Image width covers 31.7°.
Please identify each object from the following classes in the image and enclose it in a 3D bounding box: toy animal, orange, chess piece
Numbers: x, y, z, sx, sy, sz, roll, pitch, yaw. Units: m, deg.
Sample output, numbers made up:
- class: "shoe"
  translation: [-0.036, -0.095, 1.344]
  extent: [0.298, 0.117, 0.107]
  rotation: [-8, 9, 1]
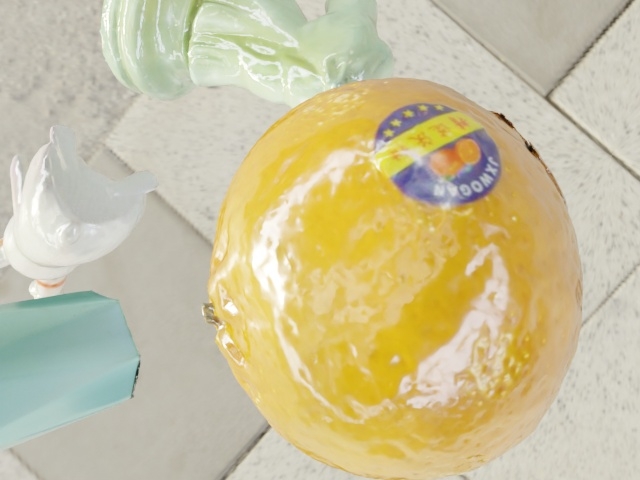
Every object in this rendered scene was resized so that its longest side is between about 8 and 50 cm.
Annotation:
- class: "toy animal"
  translation: [-0.301, -0.021, 1.284]
  extent: [0.141, 0.282, 0.138]
  rotation: [23, 67, -22]
- class: "orange"
  translation: [0.038, 0.022, 0.616]
  extent: [0.193, 0.219, 0.219]
  rotation: [-33, 85, -20]
- class: "chess piece"
  translation: [-0.059, -0.207, 1.146]
  extent: [0.298, 0.176, 0.175]
  rotation: [15, 98, 23]

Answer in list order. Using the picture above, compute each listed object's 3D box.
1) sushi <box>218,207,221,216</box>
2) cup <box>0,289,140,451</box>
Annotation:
- class: "sushi"
  translation: [-0.007, 0.000, 1.210]
  extent: [0.200, 0.204, 0.213]
  rotation: [4, 76, 13]
- class: "cup"
  translation: [-0.281, 0.120, 0.974]
  extent: [0.148, 0.236, 0.134]
  rotation: [51, 139, 33]
